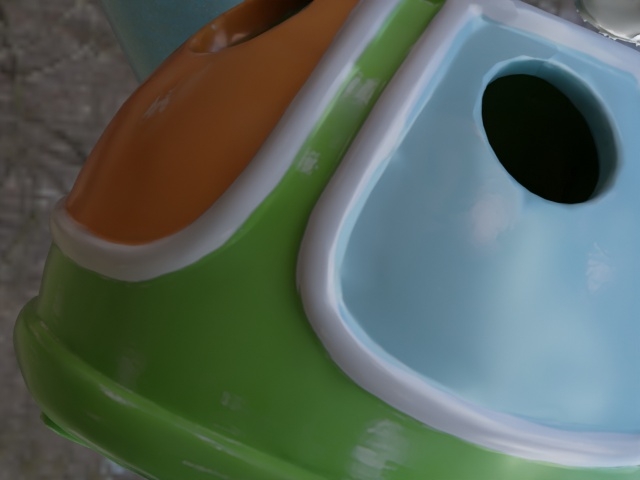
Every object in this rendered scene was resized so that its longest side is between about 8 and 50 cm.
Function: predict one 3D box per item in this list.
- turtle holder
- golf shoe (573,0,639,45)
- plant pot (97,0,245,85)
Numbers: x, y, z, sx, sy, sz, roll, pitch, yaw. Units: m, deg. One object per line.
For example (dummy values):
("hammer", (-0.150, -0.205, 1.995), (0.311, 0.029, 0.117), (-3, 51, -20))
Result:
("turtle holder", (0.059, 0.029, 0.643), (0.243, 0.320, 0.227), (-35, 147, -83))
("golf shoe", (0.293, -0.192, 1.368), (0.086, 0.176, 0.069), (89, 11, -78))
("plant pot", (-0.038, -0.215, 1.435), (0.341, 0.341, 0.334), (38, -28, 57))
